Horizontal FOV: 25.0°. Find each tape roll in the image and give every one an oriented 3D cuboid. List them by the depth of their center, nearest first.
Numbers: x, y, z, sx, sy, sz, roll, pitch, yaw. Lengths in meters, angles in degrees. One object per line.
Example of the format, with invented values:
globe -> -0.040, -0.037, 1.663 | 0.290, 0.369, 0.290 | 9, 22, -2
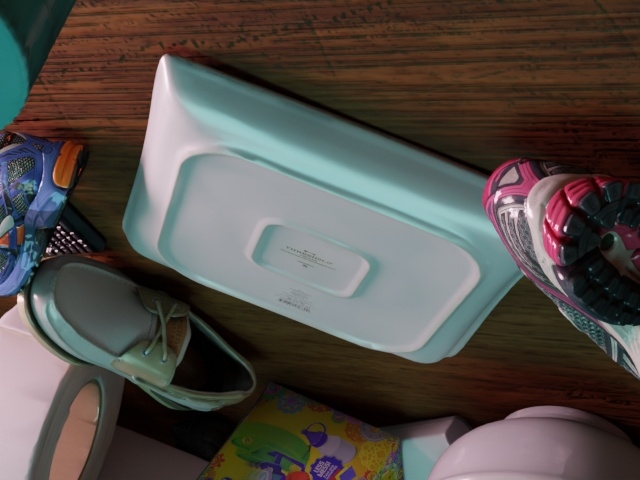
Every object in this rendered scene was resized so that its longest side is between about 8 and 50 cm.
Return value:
tape roll -> -0.312, 0.210, 1.592 | 0.100, 0.286, 0.286 | 16, 153, 10

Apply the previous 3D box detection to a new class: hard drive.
hard drive -> 0.110, 0.301, 1.686 | 0.203, 0.040, 0.307 | 50, 144, -16

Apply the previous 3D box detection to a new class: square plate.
square plate -> 0.000, 0.000, 1.242 | 0.347, 0.049, 0.344 | 22, 153, -4

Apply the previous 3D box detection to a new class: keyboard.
keyboard -> -0.297, -0.038, 1.402 | 0.108, 0.023, 0.180 | 2, 148, 32

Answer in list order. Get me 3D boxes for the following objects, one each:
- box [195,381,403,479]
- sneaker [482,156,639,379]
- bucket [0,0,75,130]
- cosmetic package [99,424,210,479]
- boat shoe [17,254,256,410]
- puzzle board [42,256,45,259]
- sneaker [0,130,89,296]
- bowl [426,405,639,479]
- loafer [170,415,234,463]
box -> -0.048, 0.373, 1.622 | 0.177, 0.290, 0.279 | 21, 143, 25
sneaker -> 0.237, 0.028, 1.087 | 0.299, 0.121, 0.112 | 44, 173, -39
bucket -> -0.265, -0.198, 0.869 | 0.281, 0.183, 0.281 | 9, 151, 5
cosmetic package -> -0.340, 0.463, 1.819 | 0.327, 0.329, 0.394 | 20, 134, 15
boat shoe -> -0.179, 0.094, 1.486 | 0.103, 0.113, 0.302 | -2, 157, 35
puzzle board -> -0.364, -0.007, 1.518 | 0.128, 0.011, 0.096 | 0, 146, 34
sneaker -> -0.282, -0.030, 1.328 | 0.087, 0.083, 0.221 | 26, 135, -8
bowl -> 0.238, 0.259, 1.454 | 0.298, 0.134, 0.298 | 11, 145, 8
loafer -> -0.120, 0.294, 1.858 | 0.078, 0.076, 0.223 | 8, 147, 32
